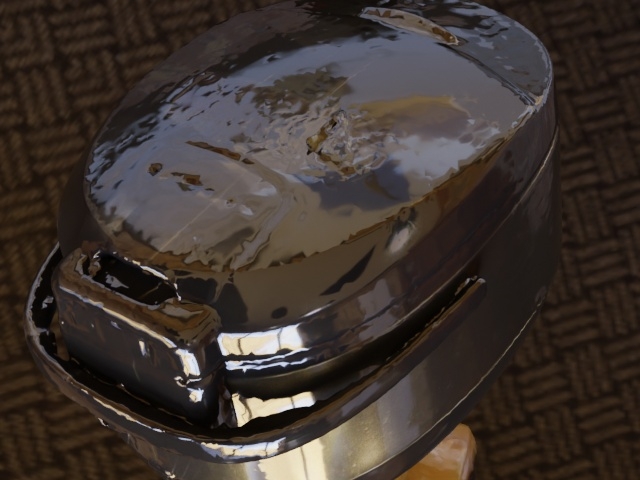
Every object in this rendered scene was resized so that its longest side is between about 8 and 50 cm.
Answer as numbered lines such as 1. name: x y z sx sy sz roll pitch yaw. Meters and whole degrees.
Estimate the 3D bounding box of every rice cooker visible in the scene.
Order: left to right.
1. rice cooker: 0.000 0.000 0.429 0.112 0.106 0.165 24 58 31

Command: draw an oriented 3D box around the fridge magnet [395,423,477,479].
1. fridge magnet: 0.030 0.128 0.705 0.063 0.143 0.143 20 78 2
